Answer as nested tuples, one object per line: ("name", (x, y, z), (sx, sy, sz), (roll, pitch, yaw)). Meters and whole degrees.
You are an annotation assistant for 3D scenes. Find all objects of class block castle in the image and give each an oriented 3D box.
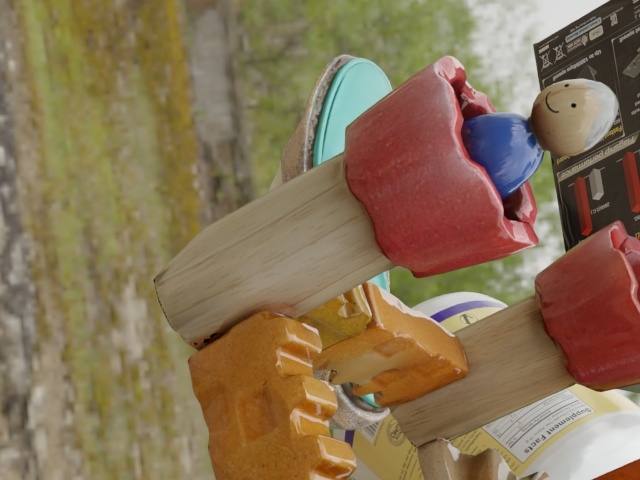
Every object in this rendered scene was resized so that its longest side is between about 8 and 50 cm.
("block castle", (0.131, 0.173, 0.593), (0.303, 0.213, 0.453), (32, 36, -54))

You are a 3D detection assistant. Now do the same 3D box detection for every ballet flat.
("ballet flat", (0.000, 0.000, 1.139), (0.108, 0.106, 0.316), (25, 55, -38))

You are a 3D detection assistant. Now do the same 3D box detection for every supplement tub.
("supplement tub", (0.194, 0.223, 1.367), (0.331, 0.241, 0.241), (40, -33, 43))

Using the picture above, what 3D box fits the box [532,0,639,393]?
("box", (0.272, -0.067, 0.830), (0.307, 0.077, 0.242), (-29, -122, 44))
